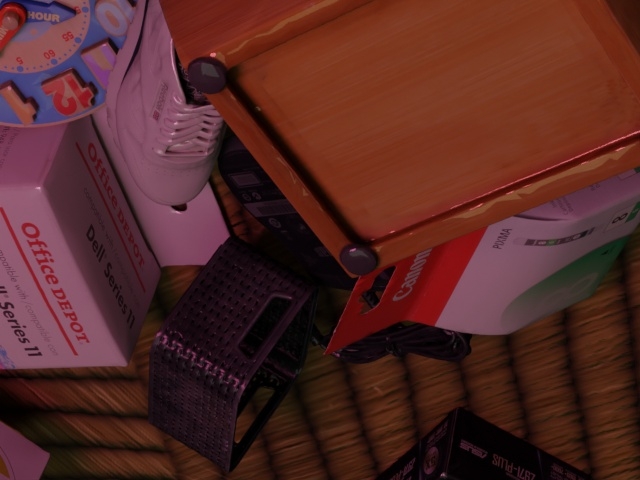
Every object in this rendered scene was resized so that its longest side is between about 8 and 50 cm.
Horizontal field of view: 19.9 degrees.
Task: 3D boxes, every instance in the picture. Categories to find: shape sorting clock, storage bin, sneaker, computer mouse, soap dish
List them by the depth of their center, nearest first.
[{"bbox_3d":[0.074,-0.111,1.088,0.291,0.118,0.229,-22,122,28],"label":"soap dish"},{"bbox_3d":[-0.097,-0.107,1.298,0.090,0.095,0.235,-7,133,-19],"label":"sneaker"},{"bbox_3d":[-0.222,-0.168,1.320,0.206,0.040,0.206,-1,130,-1],"label":"shape sorting clock"},{"bbox_3d":[0.000,0.000,1.451,0.262,0.060,0.184,46,149,-23],"label":"computer mouse"},{"bbox_3d":[-0.072,0.093,1.476,0.084,0.122,0.180,31,153,10],"label":"storage bin"}]

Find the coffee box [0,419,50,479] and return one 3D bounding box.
[{"bbox_3d":[-0.508,0.277,1.643,0.338,0.334,0.337,36,143,-19],"label":"coffee box"}]

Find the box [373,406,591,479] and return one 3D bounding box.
[{"bbox_3d":[0.131,0.252,1.650,0.147,0.077,0.180,29,135,-15],"label":"box"}]

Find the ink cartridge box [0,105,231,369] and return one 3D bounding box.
[{"bbox_3d":[-0.265,-0.003,1.469,0.353,0.119,0.207,-4,133,19],"label":"ink cartridge box"}]

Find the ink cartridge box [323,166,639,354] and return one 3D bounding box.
[{"bbox_3d":[0.124,0.021,1.310,0.056,0.224,0.181,56,155,19],"label":"ink cartridge box"}]
